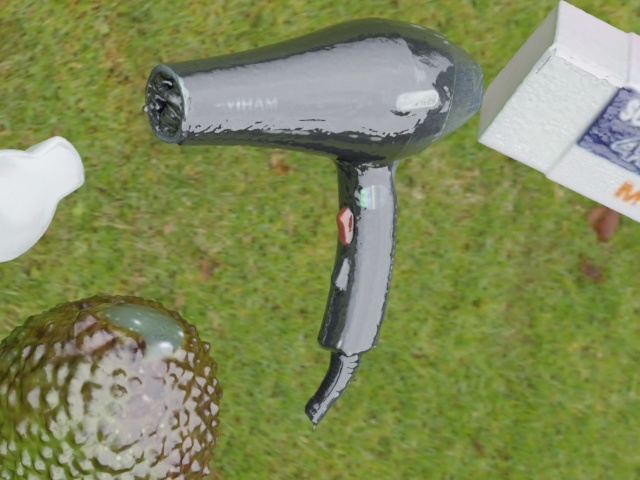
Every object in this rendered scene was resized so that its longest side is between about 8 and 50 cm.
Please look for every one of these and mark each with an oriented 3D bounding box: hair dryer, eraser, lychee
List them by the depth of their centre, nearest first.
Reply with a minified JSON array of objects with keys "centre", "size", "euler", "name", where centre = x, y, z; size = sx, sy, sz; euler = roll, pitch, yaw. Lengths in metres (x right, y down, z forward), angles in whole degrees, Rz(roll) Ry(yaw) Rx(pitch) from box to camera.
[{"centre":[0.000,0.000,0.831],"size":[0.235,0.091,0.271],"euler":[-10,106,-37],"name":"hair dryer"},{"centre":[-0.141,0.117,0.865],"size":[0.171,0.171,0.171],"euler":[-1,92,-26],"name":"lychee"},{"centre":[0.287,-0.083,1.126],"size":[0.287,0.130,0.086],"euler":[25,45,-12],"name":"eraser"}]

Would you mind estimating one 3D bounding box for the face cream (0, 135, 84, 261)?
[{"centre":[-0.334,-0.004,0.894],"size":[0.145,0.370,0.145],"euler":[30,56,-57],"name":"face cream"}]
